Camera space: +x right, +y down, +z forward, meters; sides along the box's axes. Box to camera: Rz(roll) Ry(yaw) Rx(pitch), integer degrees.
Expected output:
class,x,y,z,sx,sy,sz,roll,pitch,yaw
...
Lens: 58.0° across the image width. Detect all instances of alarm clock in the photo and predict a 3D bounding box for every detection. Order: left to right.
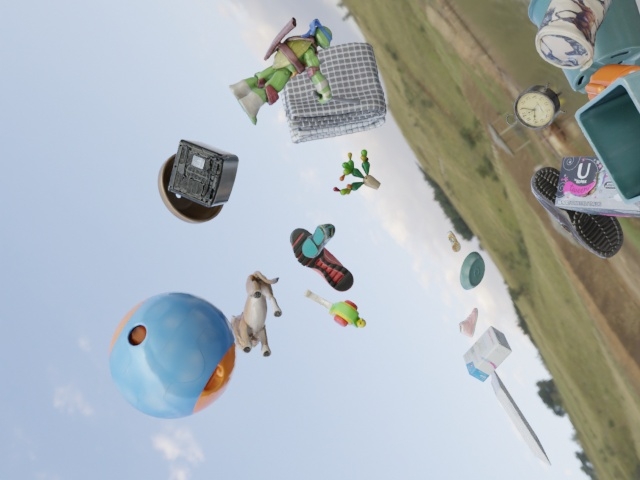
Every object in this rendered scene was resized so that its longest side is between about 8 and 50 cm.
class,x,y,z,sx,sy,sz,roll,pitch,yaw
alarm clock,0.660,-0.408,1.797,0.064,0.192,0.129,-43,-78,-37

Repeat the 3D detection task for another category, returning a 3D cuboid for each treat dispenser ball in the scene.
class,x,y,z,sx,sy,sz,roll,pitch,yaw
treat dispenser ball,-0.337,0.261,1.331,0.288,0.288,0.288,43,-157,-23

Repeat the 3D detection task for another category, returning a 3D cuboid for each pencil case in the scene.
class,x,y,z,sx,sy,sz,roll,pitch,yaw
pencil case,0.746,-0.673,1.619,0.183,0.411,0.160,25,166,9

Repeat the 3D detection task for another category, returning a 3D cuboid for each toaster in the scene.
class,x,y,z,sx,sy,sz,roll,pitch,yaw
toaster,-0.344,-0.201,1.730,0.185,0.168,0.110,22,-164,19

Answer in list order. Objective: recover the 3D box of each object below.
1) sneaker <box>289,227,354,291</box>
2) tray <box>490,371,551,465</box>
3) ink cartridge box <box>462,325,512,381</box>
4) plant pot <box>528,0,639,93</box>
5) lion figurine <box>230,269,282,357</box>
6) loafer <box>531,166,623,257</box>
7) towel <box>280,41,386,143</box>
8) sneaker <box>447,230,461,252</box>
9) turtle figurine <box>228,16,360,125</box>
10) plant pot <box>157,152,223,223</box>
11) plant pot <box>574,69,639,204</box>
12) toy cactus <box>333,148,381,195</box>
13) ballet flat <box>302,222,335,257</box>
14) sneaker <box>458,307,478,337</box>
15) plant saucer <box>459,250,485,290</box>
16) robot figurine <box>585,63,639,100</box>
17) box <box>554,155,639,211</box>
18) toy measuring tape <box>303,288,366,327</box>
class,x,y,z,sx,sy,sz,roll,pitch,yaw
sneaker,-0.006,0.079,2.255,0.314,0.116,0.136,45,180,-6
tray,0.558,0.501,1.638,0.270,0.030,0.145,56,-167,-6
ink cartridge box,0.446,0.303,1.544,0.052,0.123,0.089,30,-159,-11
plant pot,0.922,-0.705,1.945,0.341,0.341,0.335,17,-123,-56
lion figurine,-0.220,0.228,1.935,0.142,0.393,0.240,11,-154,-23
loafer,0.842,-0.097,1.903,0.366,0.133,0.130,50,-174,6
towel,0.028,-0.418,1.605,0.121,0.283,0.235,86,174,-71
sneaker,0.446,0.002,1.927,0.037,0.031,0.083,-91,-22,-54
turtle figurine,-0.061,-0.365,1.373,0.198,0.266,0.275,57,179,14
plant pot,-0.435,-0.162,1.872,0.237,0.109,0.238,15,-112,-42
plant pot,0.756,-0.255,1.228,0.247,0.252,0.248,64,-179,6
toy cactus,0.160,-0.262,2.383,0.180,0.219,0.112,30,160,-6
ballet flat,0.000,0.000,1.834,0.070,0.188,0.070,8,-114,-19
sneaker,0.645,0.352,2.523,0.070,0.135,0.051,15,164,6
plant saucer,0.456,0.092,1.710,0.021,0.120,0.119,16,169,46
robot figurine,0.807,-0.403,1.536,0.158,0.128,0.219,34,-169,-18
box,0.762,-0.140,1.481,0.163,0.142,0.247,8,-179,-28
toy measuring tape,0.059,0.291,2.559,0.330,0.122,0.121,29,-167,21
